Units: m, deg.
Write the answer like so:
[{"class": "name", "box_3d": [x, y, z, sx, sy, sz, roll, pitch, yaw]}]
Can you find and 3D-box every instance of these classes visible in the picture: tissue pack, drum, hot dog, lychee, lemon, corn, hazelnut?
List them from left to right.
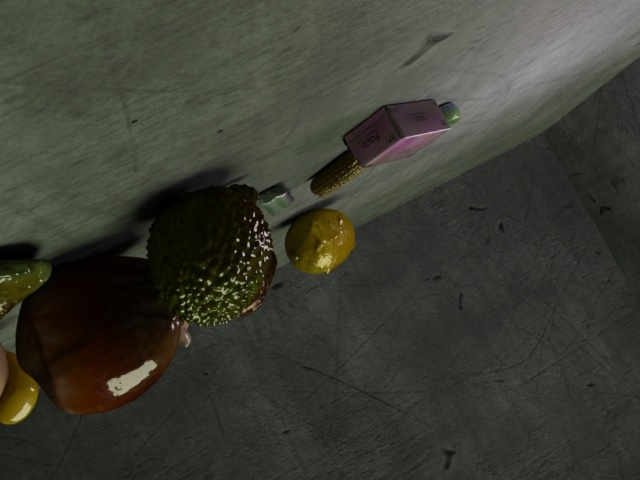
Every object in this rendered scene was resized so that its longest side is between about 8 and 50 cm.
[{"class": "hazelnut", "box_3d": [-0.464, 0.189, 1.446, 0.372, 0.372, 0.315, -28, 138, 0]}, {"class": "lychee", "box_3d": [-0.221, 0.020, 1.366, 0.270, 0.320, 0.270, -15, 149, -10]}, {"class": "hot dog", "box_3d": [-0.284, 0.145, 2.514, 0.267, 0.174, 0.387, -33, -167, 12]}, {"class": "lemon", "box_3d": [0.000, 0.000, 2.389, 0.288, 0.233, 0.233, -26, 174, -36]}, {"class": "corn", "box_3d": [0.049, -0.179, 1.803, 0.068, 0.068, 0.207, -21, 171, -48]}, {"class": "tissue pack", "box_3d": [0.189, -0.259, 1.617, 0.148, 0.092, 0.246, -34, 171, 40]}, {"class": "drum", "box_3d": [0.309, -0.315, 1.897, 0.130, 0.049, 0.253, -26, 174, -18]}]

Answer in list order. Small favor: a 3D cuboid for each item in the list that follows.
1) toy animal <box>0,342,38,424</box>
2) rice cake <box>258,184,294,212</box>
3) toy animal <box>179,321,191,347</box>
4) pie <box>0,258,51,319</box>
[{"class": "toy animal", "box_3d": [-0.885, 0.355, 1.605, 0.345, 0.277, 0.247, -38, 146, -2]}, {"class": "rice cake", "box_3d": [-0.116, -0.108, 1.806, 0.080, 0.042, 0.222, -26, 174, 1]}, {"class": "toy animal", "box_3d": [-0.477, 0.205, 2.071, 0.213, 0.195, 0.256, -18, -164, 17]}, {"class": "pie", "box_3d": [-0.611, 0.095, 1.181, 0.277, 0.078, 0.277, -32, 173, -4]}]
